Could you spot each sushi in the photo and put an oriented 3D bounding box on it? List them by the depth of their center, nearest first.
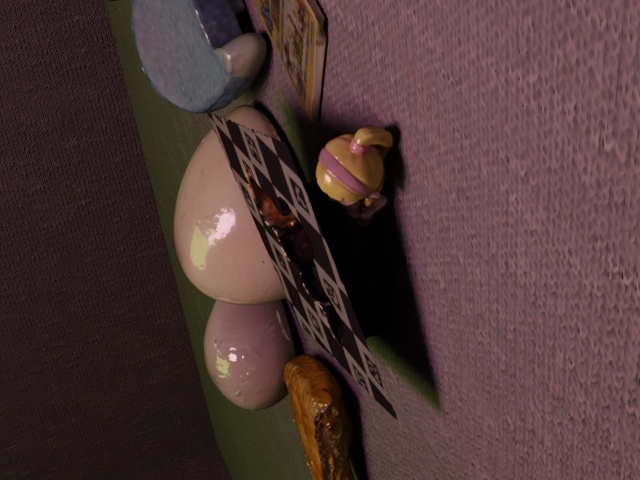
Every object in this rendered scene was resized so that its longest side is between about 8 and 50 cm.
[{"bbox_3d":[0.000,0.000,1.098,0.320,0.069,0.339,68,167,-19],"label":"sushi"}]

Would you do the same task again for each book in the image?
[{"bbox_3d":[-0.037,-0.252,1.085,0.168,0.013,0.192,95,153,-59],"label":"book"}]

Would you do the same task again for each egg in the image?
[{"bbox_3d":[-0.126,-0.042,1.363,0.264,0.174,0.286,120,134,-67],"label":"egg"}]

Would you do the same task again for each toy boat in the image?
[{"bbox_3d":[-0.154,-0.291,1.344,0.215,0.123,0.330,65,155,-4],"label":"toy boat"}]

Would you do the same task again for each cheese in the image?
[{"bbox_3d":[-0.118,0.186,1.641,0.198,0.154,0.189,86,163,-58],"label":"cheese"}]

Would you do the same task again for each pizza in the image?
[{"bbox_3d":[0.012,0.312,1.487,0.280,0.075,0.287,-136,33,-72],"label":"pizza"}]

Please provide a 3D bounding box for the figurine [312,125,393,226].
[{"bbox_3d":[0.036,-0.061,0.959,0.187,0.083,0.083,67,180,-73],"label":"figurine"}]
